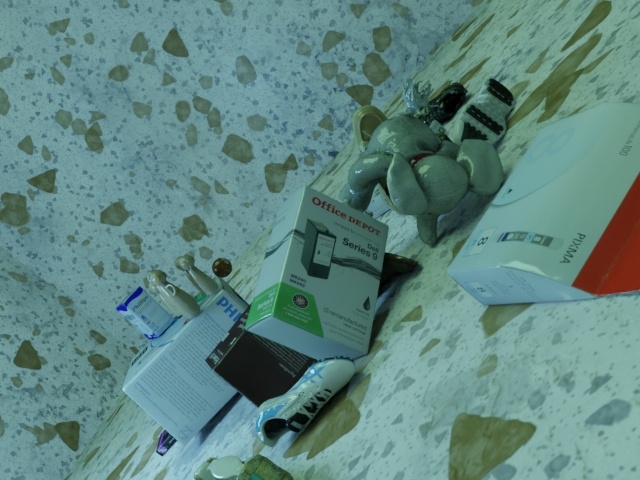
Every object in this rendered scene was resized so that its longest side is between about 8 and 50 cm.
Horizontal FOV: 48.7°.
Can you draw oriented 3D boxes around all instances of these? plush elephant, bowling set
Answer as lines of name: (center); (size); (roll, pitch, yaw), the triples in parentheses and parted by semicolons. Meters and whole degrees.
plush elephant: (0.206, -0.121, 1.424); (0.330, 0.271, 0.256); (98, 159, -48)
bowling set: (-0.351, 0.090, 1.869); (0.200, 0.154, 0.287); (-47, 12, -20)

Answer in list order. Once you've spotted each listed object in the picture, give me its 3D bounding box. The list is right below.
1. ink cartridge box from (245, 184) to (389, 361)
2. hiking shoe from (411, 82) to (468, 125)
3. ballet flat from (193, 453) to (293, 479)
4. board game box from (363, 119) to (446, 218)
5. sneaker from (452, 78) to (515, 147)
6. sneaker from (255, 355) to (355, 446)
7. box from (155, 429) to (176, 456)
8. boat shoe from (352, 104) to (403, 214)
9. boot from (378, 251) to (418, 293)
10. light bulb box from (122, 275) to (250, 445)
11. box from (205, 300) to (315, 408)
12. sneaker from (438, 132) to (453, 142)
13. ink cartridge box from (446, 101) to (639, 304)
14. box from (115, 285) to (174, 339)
ink cartridge box: (0.000, 0.068, 1.377); (0.121, 0.211, 0.289); (-35, 36, 52)
hiking shoe: (0.351, -0.392, 2.155); (0.227, 0.086, 0.114); (-45, 8, 14)
ballet flat: (-0.160, 0.426, 1.228); (0.123, 0.123, 0.348); (-55, 12, -32)
board game box: (0.233, -0.198, 2.031); (0.193, 0.053, 0.305); (-35, 17, 55)
sneaker: (0.366, -0.268, 1.642); (0.118, 0.110, 0.292); (-50, -1, 41)
sneaker: (-0.023, 0.293, 1.281); (0.237, 0.085, 0.086); (-41, 39, 22)
box: (-0.419, 0.548, 2.089); (0.162, 0.029, 0.116); (-49, 11, 4)
boat shoe: (0.164, -0.201, 1.763); (0.104, 0.285, 0.089); (-25, 19, 4)
boot: (0.126, 0.083, 1.479); (0.219, 0.082, 0.106); (-6, 67, 65)
light bulb box: (-0.324, 0.310, 1.948); (0.361, 0.225, 0.358); (-45, 11, -6)
box: (-0.123, 0.247, 1.569); (0.203, 0.167, 0.168); (-51, 11, -11)
sneaker: (0.283, -0.206, 1.775); (0.118, 0.083, 0.222); (-39, 16, 20)
ink cartridge box: (0.361, -0.065, 0.924); (0.308, 0.091, 0.385); (-52, 10, -18)
box: (-0.495, 0.207, 1.990); (0.072, 0.137, 0.126); (-49, 11, -26)
